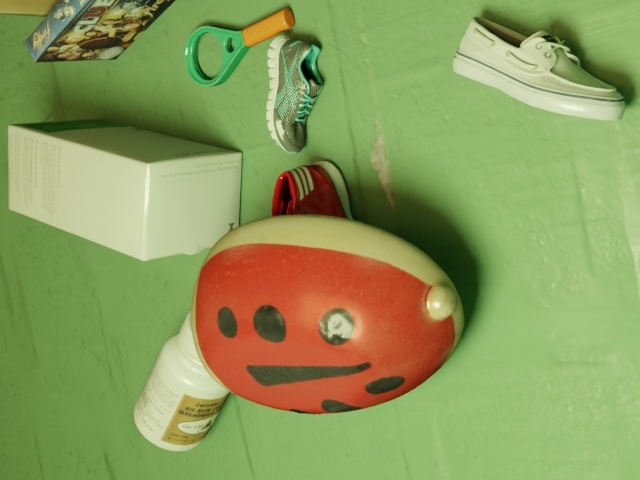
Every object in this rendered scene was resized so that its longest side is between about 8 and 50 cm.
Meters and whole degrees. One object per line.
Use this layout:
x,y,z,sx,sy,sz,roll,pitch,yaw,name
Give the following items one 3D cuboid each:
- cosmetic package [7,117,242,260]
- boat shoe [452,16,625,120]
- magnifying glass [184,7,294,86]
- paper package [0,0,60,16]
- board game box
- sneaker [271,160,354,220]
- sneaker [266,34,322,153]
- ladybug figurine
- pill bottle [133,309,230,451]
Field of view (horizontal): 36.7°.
-0.319,-0.091,1.543,0.365,0.197,0.155,15,108,38,cosmetic package
0.243,-0.198,1.087,0.226,0.083,0.076,27,117,36,boat shoe
-0.126,-0.295,1.440,0.231,0.026,0.092,-13,90,42,magnifying glass
-0.473,-0.512,1.503,0.168,0.324,0.310,32,118,33,paper package
-0.335,-0.360,1.520,0.243,0.165,0.042,-30,79,42,board game box
0.000,0.000,1.318,0.087,0.128,0.221,-39,73,40,sneaker
-0.032,-0.204,1.352,0.076,0.065,0.167,5,104,37,sneaker
-0.014,0.115,1.265,0.449,0.162,0.305,-16,121,47,ladybug figurine
-0.205,0.219,1.548,0.131,0.131,0.229,46,126,25,pill bottle
